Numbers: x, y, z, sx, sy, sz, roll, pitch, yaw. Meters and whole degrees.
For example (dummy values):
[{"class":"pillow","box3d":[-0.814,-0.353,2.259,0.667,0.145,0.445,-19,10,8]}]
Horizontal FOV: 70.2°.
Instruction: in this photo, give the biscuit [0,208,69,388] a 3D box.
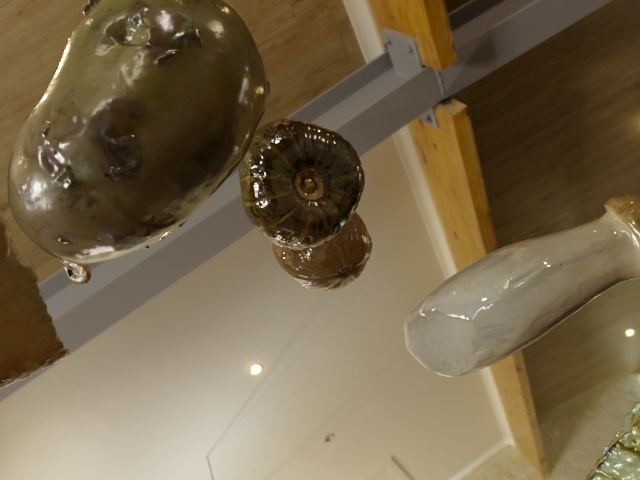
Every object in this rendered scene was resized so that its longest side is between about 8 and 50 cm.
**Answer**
[{"class":"biscuit","box3d":[-0.628,0.084,0.644,0.446,0.104,0.428,-21,-58,-43]}]

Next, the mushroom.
[{"class":"mushroom","box3d":[0.252,0.066,0.568,0.350,0.128,0.128,-31,-46,22]}]

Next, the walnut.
[{"class":"walnut","box3d":[0.000,0.000,0.991,0.228,0.228,0.227,-14,-53,-19]}]

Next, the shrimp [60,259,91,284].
[{"class":"shrimp","box3d":[-0.571,0.066,1.045,0.023,0.108,0.059,-23,-46,-69]}]

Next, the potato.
[{"class":"potato","box3d":[-0.148,-0.093,0.389,0.165,0.165,0.262,31,-91,-39]}]

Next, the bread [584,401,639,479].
[{"class":"bread","box3d":[0.260,0.210,0.350,0.103,0.110,0.156,-7,-56,-53]}]

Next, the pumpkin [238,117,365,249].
[{"class":"pumpkin","box3d":[-0.034,-0.090,0.765,0.219,0.162,0.218,-2,-85,-28]}]
